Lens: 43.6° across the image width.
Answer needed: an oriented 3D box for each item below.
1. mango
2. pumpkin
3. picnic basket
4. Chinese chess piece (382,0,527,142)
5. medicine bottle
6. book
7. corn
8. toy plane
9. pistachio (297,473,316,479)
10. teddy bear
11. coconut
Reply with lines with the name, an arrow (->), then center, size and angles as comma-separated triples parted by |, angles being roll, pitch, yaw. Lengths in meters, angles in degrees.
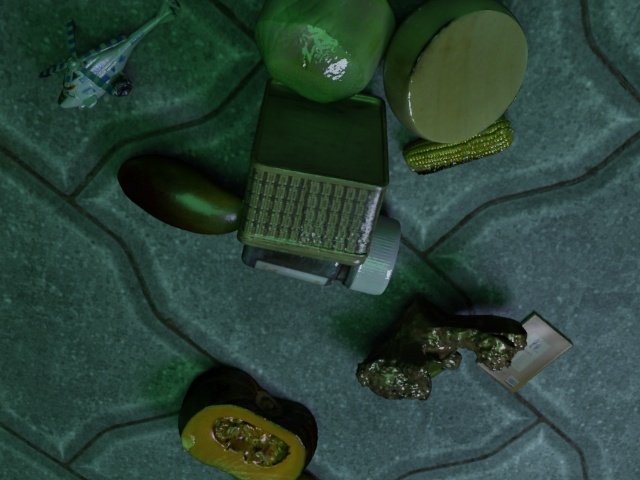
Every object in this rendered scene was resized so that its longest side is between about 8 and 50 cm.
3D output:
mango -> -0.256, -0.085, 1.474 | 0.267, 0.111, 0.133 | 21, 131, 8
pumpkin -> -0.164, 0.427, 1.752 | 0.317, 0.139, 0.222 | 30, 112, -16
picnic basket -> -0.008, -0.121, 1.358 | 0.227, 0.313, 0.175 | 10, 127, -4
Chinese chess piece -> 0.221, -0.284, 1.324 | 0.250, 0.097, 0.251 | -16, 130, -20
medicine bottle -> 0.000, 0.000, 1.499 | 0.273, 0.165, 0.165 | 15, 118, -7
book -> 0.430, 0.240, 1.694 | 0.118, 0.012, 0.172 | 38, 113, -16
corn -> 0.250, -0.172, 1.452 | 0.203, 0.072, 0.072 | -17, 116, 12
toy plane -> -0.357, -0.332, 1.398 | 0.182, 0.107, 0.273 | 37, 88, 26
pistachio -> -0.088, 0.591, 1.851 | 0.189, 0.100, 0.110 | -1, 122, 4
teddy bear -> 0.234, 0.240, 1.585 | 0.296, 0.246, 0.223 | 17, 101, 25
coconut -> 0.006, -0.353, 1.299 | 0.235, 0.236, 0.204 | -17, 152, 11
